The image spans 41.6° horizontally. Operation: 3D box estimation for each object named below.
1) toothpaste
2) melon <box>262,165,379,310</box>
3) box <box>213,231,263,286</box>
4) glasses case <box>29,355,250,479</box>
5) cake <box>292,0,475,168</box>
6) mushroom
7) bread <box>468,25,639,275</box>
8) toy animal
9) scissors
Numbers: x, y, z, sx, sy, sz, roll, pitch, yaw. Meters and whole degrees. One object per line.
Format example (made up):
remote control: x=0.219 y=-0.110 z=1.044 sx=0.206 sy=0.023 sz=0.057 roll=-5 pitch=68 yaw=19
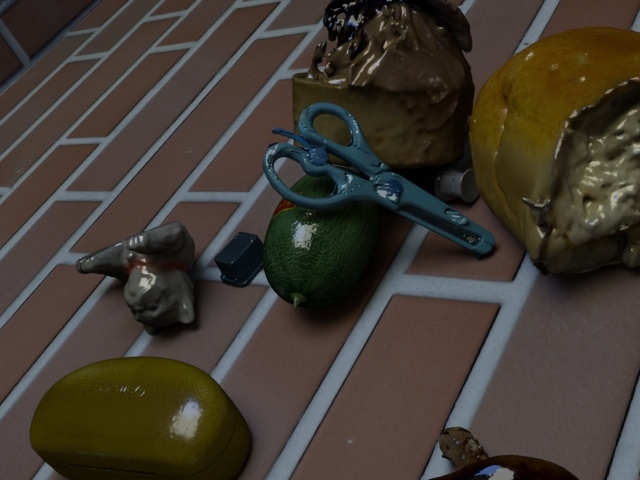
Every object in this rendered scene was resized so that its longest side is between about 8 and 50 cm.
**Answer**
toothpaste: x=0.165 y=-0.103 z=1.516 sx=0.266 sy=0.061 sz=0.096 roll=6 pitch=49 yaw=48
melon: x=0.000 y=0.000 z=1.385 sx=0.182 sy=0.182 sz=0.287 roll=-7 pitch=41 yaw=29
box: x=-0.146 y=0.030 z=1.559 sx=0.074 sy=0.054 sz=0.099 roll=13 pitch=53 yaw=42
glasses case: x=-0.279 y=0.270 z=1.281 sx=0.371 sy=0.141 sz=0.173 roll=-4 pitch=42 yaw=31
cake: x=0.109 y=-0.301 z=1.479 sx=0.333 sy=0.320 sz=0.332 roll=3 pitch=17 yaw=-1
mushroom: x=0.187 y=0.277 z=0.976 sx=0.227 sy=0.147 sz=0.217 roll=-14 pitch=21 yaw=12
bread: x=0.392 y=-0.166 z=1.252 sx=0.361 sy=0.250 sz=0.394 roll=-28 pitch=34 yaw=2
toy animal: x=-0.337 y=0.073 z=1.587 sx=0.308 sy=0.188 sz=0.266 roll=-23 pitch=13 yaw=28
scissors: x=0.097 y=-0.078 z=1.313 sx=0.180 sy=0.393 sz=0.032 roll=-61 pitch=1 yaw=-17
